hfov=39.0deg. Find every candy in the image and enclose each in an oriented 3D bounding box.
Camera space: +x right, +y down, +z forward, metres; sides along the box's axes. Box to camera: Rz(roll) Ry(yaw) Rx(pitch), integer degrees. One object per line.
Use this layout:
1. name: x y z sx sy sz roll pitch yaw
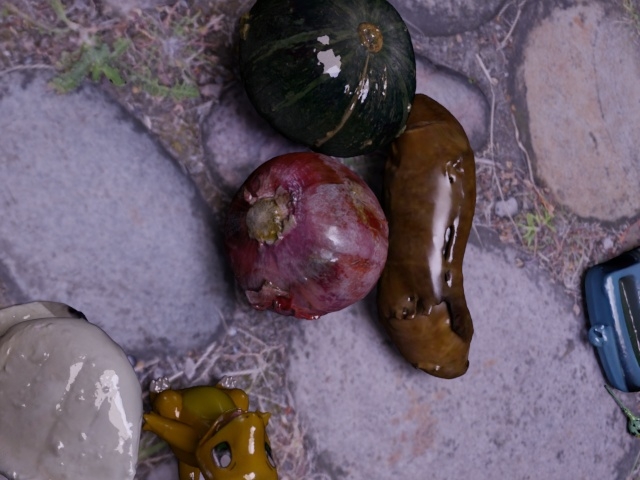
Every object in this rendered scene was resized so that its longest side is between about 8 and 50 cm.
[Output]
1. candy: 0.380 0.213 1.127 0.083 0.025 0.023 47 37 -7

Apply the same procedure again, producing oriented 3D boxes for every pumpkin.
1. pumpkin: 0.008 -0.172 0.888 0.190 0.146 0.190 21 62 -48

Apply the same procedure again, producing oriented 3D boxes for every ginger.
1. ginger: 0.112 -0.007 0.942 0.133 0.107 0.309 -2 92 -64

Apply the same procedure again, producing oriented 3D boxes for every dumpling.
1. dumpling: -0.227 0.135 0.752 0.150 0.092 0.176 -22 90 -14

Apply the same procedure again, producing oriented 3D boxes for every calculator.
1. calculator: 0.446 0.082 1.158 0.293 0.051 0.173 -16 93 -29

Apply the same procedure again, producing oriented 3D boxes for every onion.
1. onion: 0.000 0.000 0.876 0.195 0.159 0.160 18 74 -57

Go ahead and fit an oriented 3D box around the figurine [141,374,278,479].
1. figurine: -0.092 0.192 0.781 0.121 0.176 0.122 7 93 -26
